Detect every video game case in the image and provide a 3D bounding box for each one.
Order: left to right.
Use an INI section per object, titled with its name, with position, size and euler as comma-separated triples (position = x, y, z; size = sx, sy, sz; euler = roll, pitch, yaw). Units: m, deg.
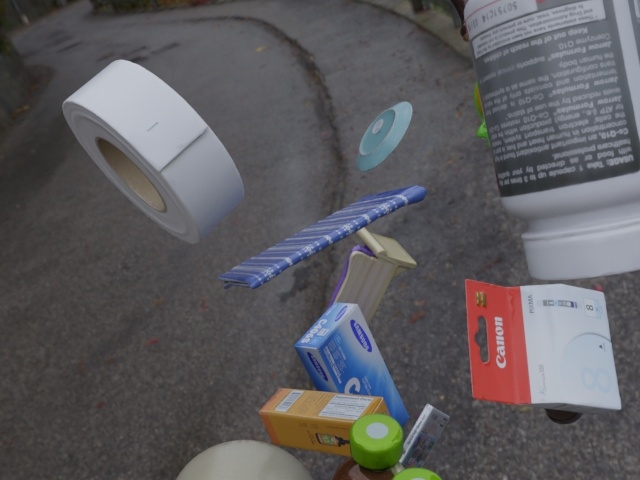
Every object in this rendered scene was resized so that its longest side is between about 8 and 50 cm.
[video game case]
position = 0.194, 0.391, 1.429
size = 0.019, 0.157, 0.143
euler = 28, 83, 28

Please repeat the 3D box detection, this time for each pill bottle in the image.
[pill bottle]
position = 0.245, -0.111, 0.722
size = 0.161, 0.283, 0.161
euler = -11, 2, 0

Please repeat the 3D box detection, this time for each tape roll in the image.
[tape roll]
position = -0.250, -0.128, 1.112
size = 0.100, 0.286, 0.286
euler = -46, 29, -19

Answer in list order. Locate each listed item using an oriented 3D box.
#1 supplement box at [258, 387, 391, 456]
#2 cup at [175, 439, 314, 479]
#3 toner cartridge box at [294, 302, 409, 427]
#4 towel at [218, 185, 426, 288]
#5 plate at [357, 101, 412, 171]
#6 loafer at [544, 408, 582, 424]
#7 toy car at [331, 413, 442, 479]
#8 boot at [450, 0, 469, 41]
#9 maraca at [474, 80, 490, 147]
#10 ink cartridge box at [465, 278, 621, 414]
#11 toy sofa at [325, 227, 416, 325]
[supplement box]
position = 0.009, 0.310, 1.265
size = 0.233, 0.078, 0.080
euler = -2, 26, 41
[cup]
position = -0.157, 0.595, 1.462
size = 0.331, 0.331, 0.237
euler = -22, 6, 0
[toner cartridge box]
position = 0.079, 0.331, 1.705
size = 0.075, 0.347, 0.165
euler = -2, 32, 43
[towel]
position = 0.000, 0.000, 1.253
size = 0.336, 0.040, 0.243
euler = -29, 7, -18
[plate]
position = 0.137, -0.241, 1.681
size = 0.188, 0.024, 0.188
euler = -46, 25, 29
[loafer]
position = 0.647, 0.296, 1.971
size = 0.134, 0.130, 0.365
euler = -9, 61, 28
[toy car]
position = 0.009, 0.276, 0.672
size = 0.188, 0.155, 0.149
euler = -15, 31, -19
[boot]
position = 0.343, -0.626, 1.898
size = 0.090, 0.207, 0.248
euler = -45, 11, 43
[maraca]
position = 0.376, -0.279, 1.500
size = 0.127, 0.185, 0.099
euler = 5, 10, 13
[ink cartridge box]
position = 0.547, 0.252, 1.821
size = 0.385, 0.308, 0.091
euler = 12, -26, -22
[toy sofa]
position = 0.073, 0.154, 1.860
size = 0.177, 0.362, 0.150
euler = 15, 19, -24
